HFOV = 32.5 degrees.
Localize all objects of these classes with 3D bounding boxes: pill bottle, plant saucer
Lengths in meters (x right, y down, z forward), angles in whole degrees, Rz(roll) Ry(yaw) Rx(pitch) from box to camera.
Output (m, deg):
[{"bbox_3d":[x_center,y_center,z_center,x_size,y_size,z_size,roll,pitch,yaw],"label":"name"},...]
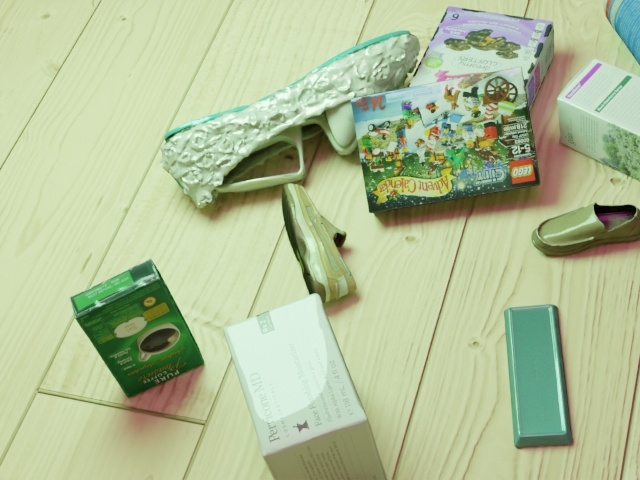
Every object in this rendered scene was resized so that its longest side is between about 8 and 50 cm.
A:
[{"bbox_3d":[0.493,-0.282,1.522,0.124,0.124,0.221,-18,50,0],"label":"pill bottle"},{"bbox_3d":[0.258,0.156,1.310,0.067,0.018,0.192,-5,51,10],"label":"plant saucer"}]

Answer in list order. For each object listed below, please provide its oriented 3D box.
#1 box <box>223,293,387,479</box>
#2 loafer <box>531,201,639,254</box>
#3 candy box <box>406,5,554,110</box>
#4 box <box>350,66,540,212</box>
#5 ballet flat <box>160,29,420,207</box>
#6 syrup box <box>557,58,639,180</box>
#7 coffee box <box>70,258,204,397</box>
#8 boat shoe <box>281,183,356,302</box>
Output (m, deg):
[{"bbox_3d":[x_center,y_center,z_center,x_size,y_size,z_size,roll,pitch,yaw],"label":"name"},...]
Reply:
[{"bbox_3d":[-0.015,0.193,1.244,0.119,0.182,0.181,-21,51,-3],"label":"box"},{"bbox_3d":[0.343,-0.022,1.404,0.148,0.050,0.056,-12,51,5],"label":"loafer"},{"bbox_3d":[0.231,-0.239,1.588,0.165,0.070,0.196,14,58,22],"label":"candy box"},{"bbox_3d":[0.168,-0.133,1.478,0.233,0.044,0.159,-10,89,10],"label":"box"},{"bbox_3d":[-0.027,-0.160,1.579,0.409,0.147,0.147,-24,51,-1],"label":"ballet flat"},{"bbox_3d":[0.435,-0.141,1.446,0.237,0.093,0.096,33,67,33],"label":"syrup box"},{"bbox_3d":[-0.224,0.113,1.359,0.113,0.184,0.040,-26,48,-4],"label":"coffee box"},{"bbox_3d":[0.000,0.000,1.474,0.072,0.068,0.190,-12,60,-11],"label":"boat shoe"}]
